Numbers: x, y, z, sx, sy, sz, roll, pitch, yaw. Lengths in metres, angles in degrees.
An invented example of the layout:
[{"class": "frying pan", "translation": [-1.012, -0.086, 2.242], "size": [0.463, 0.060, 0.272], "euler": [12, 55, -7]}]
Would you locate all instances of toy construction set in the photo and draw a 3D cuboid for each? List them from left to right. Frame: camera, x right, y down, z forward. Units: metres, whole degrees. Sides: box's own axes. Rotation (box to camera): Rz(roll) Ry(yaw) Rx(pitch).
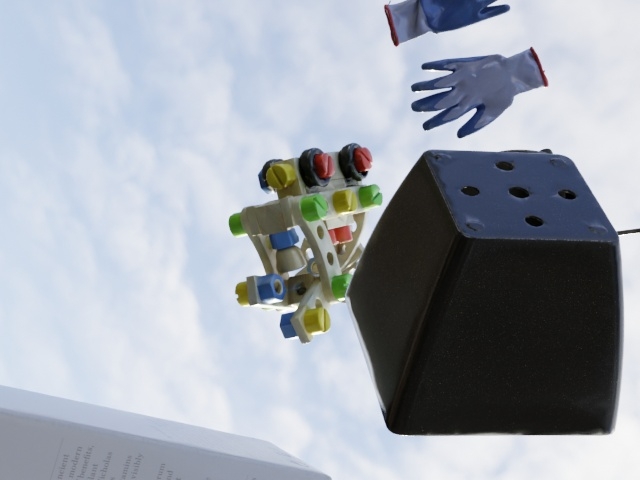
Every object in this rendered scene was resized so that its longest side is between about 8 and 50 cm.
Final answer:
[{"class": "toy construction set", "translation": [0.000, 0.000, 1.835], "size": [0.151, 0.328, 0.215], "euler": [-13, -90, 14]}]

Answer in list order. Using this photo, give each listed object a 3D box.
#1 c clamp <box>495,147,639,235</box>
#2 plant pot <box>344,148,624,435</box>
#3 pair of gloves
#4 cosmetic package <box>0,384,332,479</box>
[{"class": "c clamp", "translation": [0.239, -0.046, 1.559], "size": [0.137, 0.022, 0.161], "euler": [-19, -50, 43]}, {"class": "plant pot", "translation": [0.138, 0.032, 1.204], "size": [0.188, 0.188, 0.167], "euler": [-107, -158, -53]}, {"class": "pair of gloves", "translation": [0.156, -0.217, 1.664], "size": [0.023, 0.159, 0.198], "euler": [-149, -142, -75]}, {"class": "cosmetic package", "translation": [-0.237, 0.303, 1.654], "size": [0.161, 0.453, 0.230], "euler": [17, -90, 58]}]
